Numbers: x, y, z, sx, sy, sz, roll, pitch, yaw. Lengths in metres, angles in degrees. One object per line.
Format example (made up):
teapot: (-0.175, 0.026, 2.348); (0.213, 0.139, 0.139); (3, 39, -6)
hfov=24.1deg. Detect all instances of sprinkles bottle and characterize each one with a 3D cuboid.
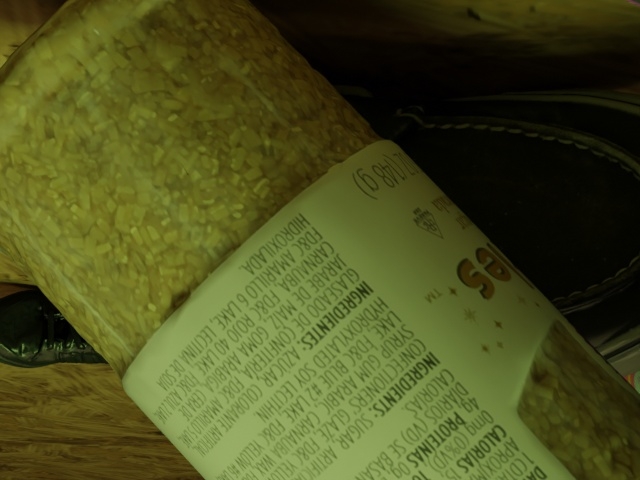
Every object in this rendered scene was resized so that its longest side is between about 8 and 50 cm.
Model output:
sprinkles bottle: (0.041, 0.071, 0.460); (0.355, 0.121, 0.121); (46, 165, 6)

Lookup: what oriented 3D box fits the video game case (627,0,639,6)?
video game case: (0.158, -0.098, 0.346); (0.232, 0.042, 0.210); (14, 162, -33)

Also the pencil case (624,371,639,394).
pencil case: (0.218, 0.048, 0.717); (0.124, 0.124, 0.284); (15, 159, -37)

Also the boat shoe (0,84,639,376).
boat shoe: (0.000, 0.000, 0.585); (0.335, 0.121, 0.119); (-5, 167, 34)

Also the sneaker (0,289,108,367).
sneaker: (-0.126, 0.055, 0.954); (0.170, 0.051, 0.089); (8, 165, -32)
